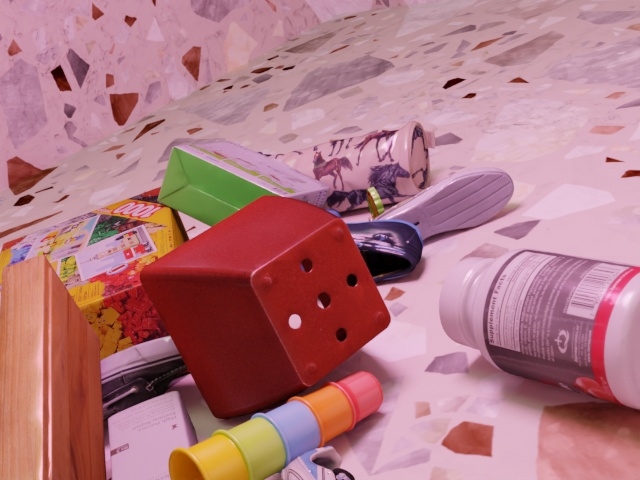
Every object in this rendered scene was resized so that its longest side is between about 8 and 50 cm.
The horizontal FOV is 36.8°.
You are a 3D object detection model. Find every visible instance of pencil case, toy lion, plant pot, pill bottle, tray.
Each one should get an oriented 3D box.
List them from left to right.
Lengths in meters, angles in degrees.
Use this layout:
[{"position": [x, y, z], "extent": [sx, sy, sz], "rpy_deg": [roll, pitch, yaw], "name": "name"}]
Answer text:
[{"position": [-0.365, 0.230, 1.325], "extent": [0.076, 0.202, 0.411], "rpy_deg": [-19, 43, 2], "name": "tray"}, {"position": [-0.059, 0.092, 1.424], "extent": [0.267, 0.267, 0.236], "rpy_deg": [-34, 14, -31], "name": "plant pot"}, {"position": [0.045, -0.149, 2.091], "extent": [0.410, 0.160, 0.183], "rpy_deg": [-10, 39, 22], "name": "pencil case"}, {"position": [0.112, -0.063, 1.919], "extent": [0.034, 0.096, 0.100], "rpy_deg": [-21, 19, -5], "name": "toy lion"}, {"position": [0.315, 0.104, 1.278], "extent": [0.176, 0.176, 0.319], "rpy_deg": [-34, 26, -31], "name": "pill bottle"}]

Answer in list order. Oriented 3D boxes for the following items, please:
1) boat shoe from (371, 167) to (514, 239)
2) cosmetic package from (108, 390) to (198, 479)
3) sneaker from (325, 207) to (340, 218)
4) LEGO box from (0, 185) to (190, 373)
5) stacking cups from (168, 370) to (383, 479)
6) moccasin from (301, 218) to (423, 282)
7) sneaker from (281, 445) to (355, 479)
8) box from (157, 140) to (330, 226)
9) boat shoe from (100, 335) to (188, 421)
[{"position": [0.218, -0.065, 1.836], "extent": [0.302, 0.109, 0.094], "rpy_deg": [-22, 21, 0], "name": "boat shoe"}, {"position": [-0.228, 0.314, 1.353], "extent": [0.117, 0.085, 0.231], "rpy_deg": [-23, 22, -7], "name": "cosmetic package"}, {"position": [0.000, 0.000, 1.932], "extent": [0.082, 0.069, 0.209], "rpy_deg": [28, 32, 17], "name": "sneaker"}, {"position": [-0.423, 0.109, 1.831], "extent": [0.373, 0.193, 0.500], "rpy_deg": [-20, 23, -4], "name": "LEGO box"}, {"position": [-0.048, 0.262, 1.284], "extent": [0.316, 0.096, 0.096], "rpy_deg": [-18, 17, -40], "name": "stacking cups"}, {"position": [0.012, 0.032, 1.741], "extent": [0.342, 0.137, 0.117], "rpy_deg": [-15, 27, 13], "name": "moccasin"}, {"position": [0.008, 0.320, 1.140], "extent": [0.086, 0.085, 0.237], "rpy_deg": [-41, 21, 4], "name": "sneaker"}, {"position": [-0.149, -0.098, 1.945], "extent": [0.262, 0.126, 0.231], "rpy_deg": [25, 16, 17], "name": "box"}, {"position": [-0.304, 0.240, 1.554], "extent": [0.335, 0.119, 0.121], "rpy_deg": [-23, -8, 8], "name": "boat shoe"}]
